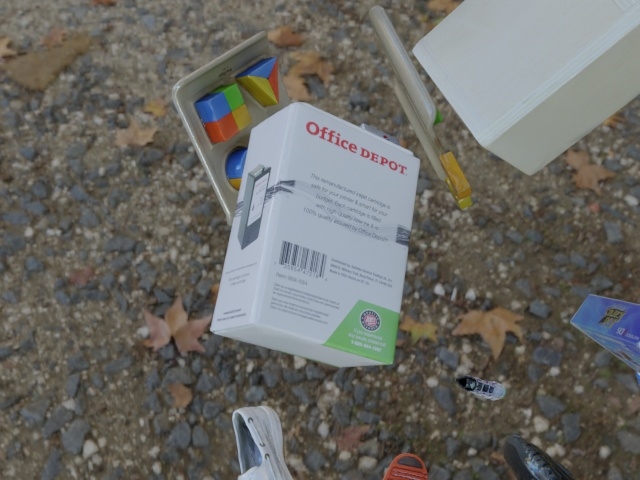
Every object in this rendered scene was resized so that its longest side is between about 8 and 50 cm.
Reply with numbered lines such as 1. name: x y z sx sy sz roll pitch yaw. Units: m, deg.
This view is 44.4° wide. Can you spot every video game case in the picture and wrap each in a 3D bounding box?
1. video game case: 0.494 0.175 1.073 0.244 0.269 0.061 35 91 1

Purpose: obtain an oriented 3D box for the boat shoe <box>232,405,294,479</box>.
1. boat shoe: -0.111 0.439 1.436 0.096 0.098 0.277 12 49 -42

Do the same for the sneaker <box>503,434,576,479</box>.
1. sneaker: 0.379 0.455 1.318 0.125 0.140 0.341 34 9 -20

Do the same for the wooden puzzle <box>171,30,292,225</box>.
1. wooden puzzle: -0.148 -0.252 1.748 0.080 0.348 0.322 4 34 38

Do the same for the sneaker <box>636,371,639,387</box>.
1. sneaker: 0.636 0.261 1.338 0.211 0.081 0.080 -3 41 53

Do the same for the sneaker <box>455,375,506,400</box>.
1. sneaker: 0.313 0.291 1.556 0.098 0.069 0.038 5 79 40

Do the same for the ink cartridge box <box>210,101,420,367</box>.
1. ink cartridge box: 0.000 0.000 0.959 0.198 0.114 0.273 20 69 -29

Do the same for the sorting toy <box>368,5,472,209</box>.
1. sorting toy: 0.164 -0.178 1.165 0.041 0.229 0.307 -26 67 6

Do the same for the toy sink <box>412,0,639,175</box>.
1. toy sink: 0.226 -0.190 0.709 0.152 0.234 0.131 10 45 -59

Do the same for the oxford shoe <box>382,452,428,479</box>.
1. oxford shoe: 0.116 0.491 1.307 0.096 0.098 0.272 15 76 -4

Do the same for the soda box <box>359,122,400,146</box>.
1. soda box: 0.036 -0.068 1.175 0.069 0.216 0.074 20 40 -27
